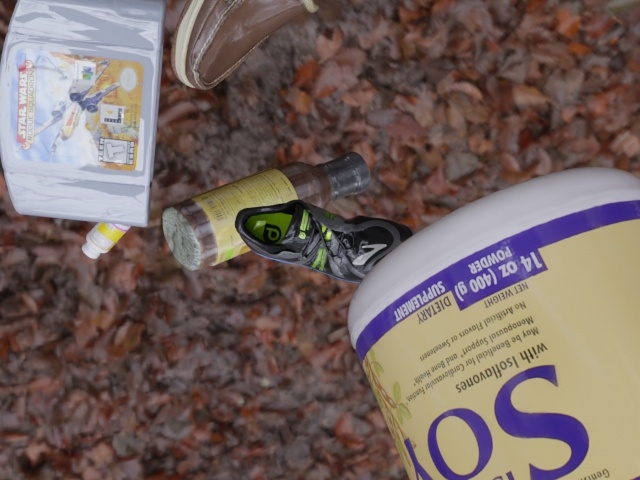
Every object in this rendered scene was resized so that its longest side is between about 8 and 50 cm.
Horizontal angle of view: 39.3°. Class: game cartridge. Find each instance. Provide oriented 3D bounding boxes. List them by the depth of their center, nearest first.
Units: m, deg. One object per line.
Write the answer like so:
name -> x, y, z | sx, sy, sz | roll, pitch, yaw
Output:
game cartridge -> -0.306, -0.168, 1.141 | 0.198, 0.062, 0.297 | 4, 107, -10

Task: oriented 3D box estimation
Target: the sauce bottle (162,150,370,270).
sauce bottle -> -0.072, -0.058, 1.396 | 0.344, 0.111, 0.111 | -23, 136, -29

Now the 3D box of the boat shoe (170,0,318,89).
boat shoe -> -0.048, -0.255, 0.896 | 0.257, 0.095, 0.095 | -58, 155, -3

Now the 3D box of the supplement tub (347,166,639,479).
supplement tub -> 0.181, 0.145, 0.594 | 0.241, 0.331, 0.241 | -20, 158, -8

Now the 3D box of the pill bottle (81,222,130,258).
pill bottle -> -0.342, -0.010, 1.424 | 0.083, 0.043, 0.043 | -44, 131, 18

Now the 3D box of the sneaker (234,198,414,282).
sneaker -> 0.000, 0.000, 0.885 | 0.188, 0.067, 0.078 | 9, 172, 19
